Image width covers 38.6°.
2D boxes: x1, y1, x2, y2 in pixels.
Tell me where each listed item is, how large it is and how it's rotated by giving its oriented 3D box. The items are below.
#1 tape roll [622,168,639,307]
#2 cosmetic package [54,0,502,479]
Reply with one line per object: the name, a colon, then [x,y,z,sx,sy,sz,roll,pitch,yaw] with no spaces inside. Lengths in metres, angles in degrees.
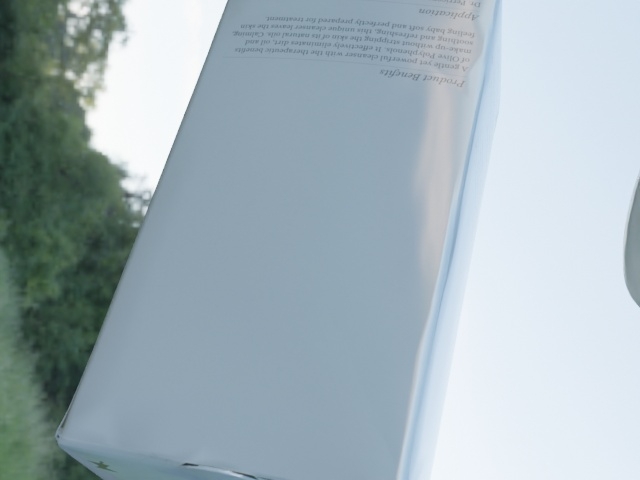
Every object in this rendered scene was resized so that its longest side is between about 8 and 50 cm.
tape roll: [0.372,-0.032,0.712,0.246,0.169,0.246,-162,-90,-87]
cosmetic package: [0.000,0.000,0.602,0.155,0.197,0.365,74,29,-59]
